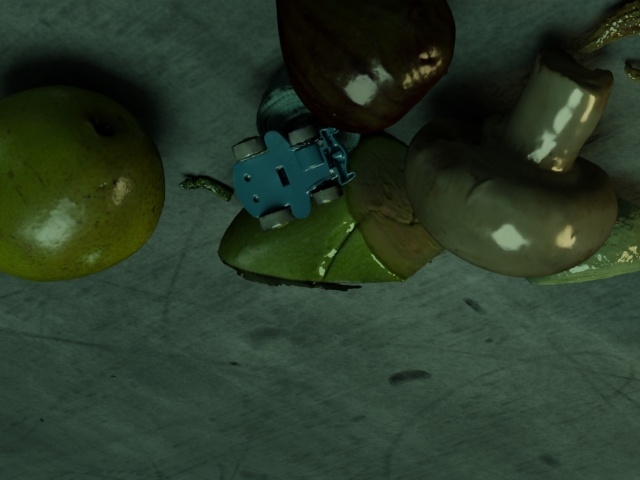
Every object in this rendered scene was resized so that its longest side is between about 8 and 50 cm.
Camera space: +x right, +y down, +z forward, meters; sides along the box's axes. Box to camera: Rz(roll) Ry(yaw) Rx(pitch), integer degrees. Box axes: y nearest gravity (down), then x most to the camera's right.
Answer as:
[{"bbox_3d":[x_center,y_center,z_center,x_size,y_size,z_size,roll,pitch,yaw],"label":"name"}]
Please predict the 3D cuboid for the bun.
[{"bbox_3d":[0.374,-0.002,2.042,0.195,0.118,0.195,-11,174,-1],"label":"bun"}]

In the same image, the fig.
[{"bbox_3d":[0.011,-0.285,1.715,0.321,0.217,0.217,48,138,-4],"label":"fig"}]

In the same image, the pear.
[{"bbox_3d":[-0.356,-0.081,1.993,0.294,0.294,0.294,7,146,4],"label":"pear"}]

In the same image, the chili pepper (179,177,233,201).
[{"bbox_3d":[-0.171,-0.080,2.162,0.083,0.022,0.027,15,145,-15],"label":"chili pepper"}]

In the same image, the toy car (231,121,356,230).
[{"bbox_3d":[-0.032,-0.096,1.909,0.161,0.098,0.126,-22,94,14],"label":"toy car"}]

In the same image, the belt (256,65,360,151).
[{"bbox_3d":[-0.009,-0.175,1.926,0.163,0.082,0.147,-3,136,31],"label":"belt"}]

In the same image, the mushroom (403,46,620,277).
[{"bbox_3d":[0.258,-0.109,1.854,0.292,0.292,0.290,15,111,-8],"label":"mushroom"}]

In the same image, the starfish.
[{"bbox_3d":[0.451,-0.274,1.685,0.299,0.060,0.302,10,153,11],"label":"starfish"}]

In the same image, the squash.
[{"bbox_3d":[0.000,0.000,2.055,0.309,0.233,0.210,-32,93,39],"label":"squash"}]
